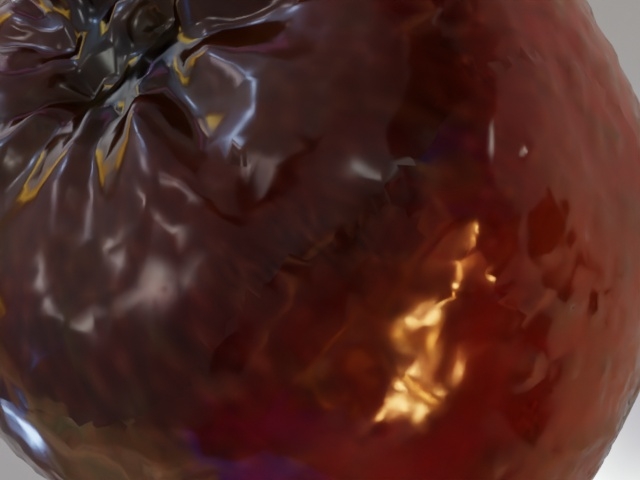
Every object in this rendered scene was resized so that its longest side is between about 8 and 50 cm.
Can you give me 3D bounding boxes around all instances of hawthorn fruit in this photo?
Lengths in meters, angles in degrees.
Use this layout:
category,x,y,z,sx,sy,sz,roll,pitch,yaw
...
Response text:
category,x,y,z,sx,sy,sz,roll,pitch,yaw
hawthorn fruit,0.000,0.000,0.589,0.275,0.299,0.275,-37,-155,21
